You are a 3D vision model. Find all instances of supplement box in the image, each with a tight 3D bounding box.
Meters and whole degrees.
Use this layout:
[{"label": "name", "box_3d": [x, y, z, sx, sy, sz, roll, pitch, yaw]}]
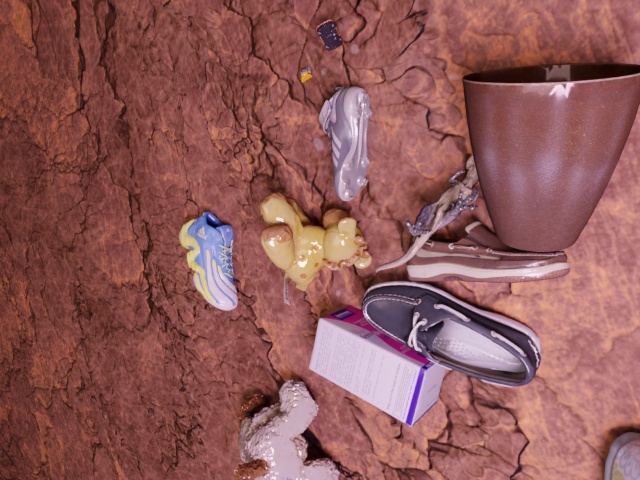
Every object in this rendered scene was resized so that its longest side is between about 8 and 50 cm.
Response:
[{"label": "supplement box", "box_3d": [0.104, 0.219, 0.910, 0.220, 0.111, 0.113, 20, 108, 32]}]

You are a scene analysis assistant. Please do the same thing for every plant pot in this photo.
[{"label": "plant pot", "box_3d": [0.302, -0.109, 0.676, 0.216, 0.215, 0.230, 11, 117, 34]}]

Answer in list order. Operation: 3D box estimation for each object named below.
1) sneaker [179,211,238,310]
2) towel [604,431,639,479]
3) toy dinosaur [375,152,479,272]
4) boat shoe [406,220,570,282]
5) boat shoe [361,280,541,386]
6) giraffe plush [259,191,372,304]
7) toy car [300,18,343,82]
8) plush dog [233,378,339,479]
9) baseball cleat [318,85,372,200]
[{"label": "sneaker", "box_3d": [-0.241, 0.038, 1.142, 0.126, 0.091, 0.240, -44, 71, 32]}, {"label": "towel", "box_3d": [0.456, 0.467, 0.576, 0.090, 0.320, 0.374, -10, 93, 5]}, {"label": "toy dinosaur", "box_3d": [0.181, -0.039, 0.771, 0.064, 0.118, 0.268, 42, 97, 5]}, {"label": "boat shoe", "box_3d": [0.249, 0.016, 0.787, 0.258, 0.095, 0.095, -3, 90, 36]}, {"label": "boat shoe", "box_3d": [0.198, 0.147, 0.812, 0.303, 0.091, 0.114, 11, 112, 24]}, {"label": "giraffe plush", "box_3d": [0.000, 0.000, 0.934, 0.171, 0.181, 0.210, -16, 77, 15]}, {"label": "toy car", "box_3d": [-0.012, -0.363, 0.937, 0.122, 0.060, 0.040, -38, 43, 27]}, {"label": "plush dog", "box_3d": [-0.106, 0.452, 1.071, 0.225, 0.211, 0.262, -33, 74, 62]}, {"label": "baseball cleat", "box_3d": [0.043, -0.180, 0.928, 0.110, 0.072, 0.205, 20, 104, 46]}]
